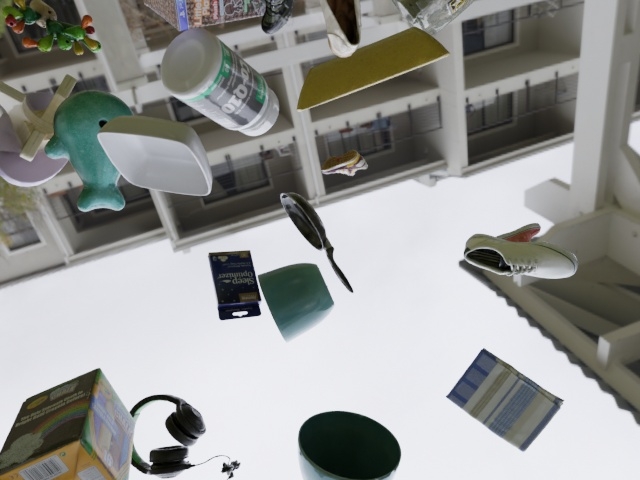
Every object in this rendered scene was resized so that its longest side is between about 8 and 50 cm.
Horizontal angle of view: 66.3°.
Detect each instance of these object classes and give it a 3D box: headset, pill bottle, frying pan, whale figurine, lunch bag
[{"bbox_3d":[-0.454,0.661,1.607,0.394,0.185,0.243,21,-101,16],"label":"headset"},{"bbox_3d":[-0.286,-0.458,1.483,0.204,0.204,0.361,4,174,25],"label":"pill bottle"},{"bbox_3d":[-0.005,-0.017,1.350,0.053,0.197,0.326,-37,-120,-14],"label":"frying pan"},{"bbox_3d":[-0.500,-0.203,1.111,0.216,0.272,0.141,-3,-177,-34],"label":"whale figurine"},{"bbox_3d":[0.321,-0.672,1.295,0.235,0.169,0.287,-38,-163,20],"label":"lunch bag"}]

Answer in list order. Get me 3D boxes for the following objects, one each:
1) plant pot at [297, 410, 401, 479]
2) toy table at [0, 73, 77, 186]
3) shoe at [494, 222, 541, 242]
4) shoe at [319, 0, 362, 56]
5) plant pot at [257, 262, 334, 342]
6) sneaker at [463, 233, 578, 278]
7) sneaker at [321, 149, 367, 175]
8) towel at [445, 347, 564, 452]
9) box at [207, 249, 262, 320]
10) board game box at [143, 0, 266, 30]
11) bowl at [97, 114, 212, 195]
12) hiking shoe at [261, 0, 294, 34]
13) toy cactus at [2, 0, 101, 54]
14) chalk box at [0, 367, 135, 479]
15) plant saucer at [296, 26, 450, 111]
[{"bbox_3d":[0.068,0.651,1.386,0.290,0.196,0.290,8,-165,-2],"label":"plant pot"},{"bbox_3d":[-0.681,-0.279,1.200,0.161,0.252,0.274,-23,-121,44],"label":"toy table"},{"bbox_3d":[0.578,0.011,1.418,0.178,0.063,0.081,-17,-115,-18],"label":"shoe"},{"bbox_3d":[0.029,-0.409,0.778,0.076,0.219,0.058,-14,-165,-4],"label":"shoe"},{"bbox_3d":[-0.082,0.222,1.938,0.235,0.293,0.293,-23,-150,-2],"label":"plant pot"},{"bbox_3d":[0.469,0.052,1.173,0.258,0.094,0.091,10,-146,28],"label":"sneaker"},{"bbox_3d":[0.082,-0.259,1.745,0.185,0.084,0.070,-7,-129,49],"label":"sneaker"},{"bbox_3d":[0.560,0.486,1.499,0.285,0.209,0.034,34,-170,10],"label":"towel"},{"bbox_3d":[-0.263,0.134,1.520,0.136,0.036,0.225,-3,-122,-25],"label":"box"},{"bbox_3d":[-0.307,-0.698,1.326,0.291,0.141,0.232,-25,-129,-28],"label":"board game box"},{"bbox_3d":[-0.227,-0.126,0.706,0.142,0.142,0.053,9,-117,6],"label":"bowl"},{"bbox_3d":[-0.123,-0.642,1.257,0.114,0.227,0.086,-7,-126,-37],"label":"hiking shoe"},{"bbox_3d":[-0.616,-0.501,1.117,0.219,0.112,0.180,-10,-130,-49],"label":"toy cactus"},{"bbox_3d":[-0.514,0.410,1.028,0.180,0.179,0.289,-23,-156,-6],"label":"chalk box"},{"bbox_3d":[0.120,-0.400,1.126,0.332,0.081,0.333,-16,-164,18],"label":"plant saucer"}]
